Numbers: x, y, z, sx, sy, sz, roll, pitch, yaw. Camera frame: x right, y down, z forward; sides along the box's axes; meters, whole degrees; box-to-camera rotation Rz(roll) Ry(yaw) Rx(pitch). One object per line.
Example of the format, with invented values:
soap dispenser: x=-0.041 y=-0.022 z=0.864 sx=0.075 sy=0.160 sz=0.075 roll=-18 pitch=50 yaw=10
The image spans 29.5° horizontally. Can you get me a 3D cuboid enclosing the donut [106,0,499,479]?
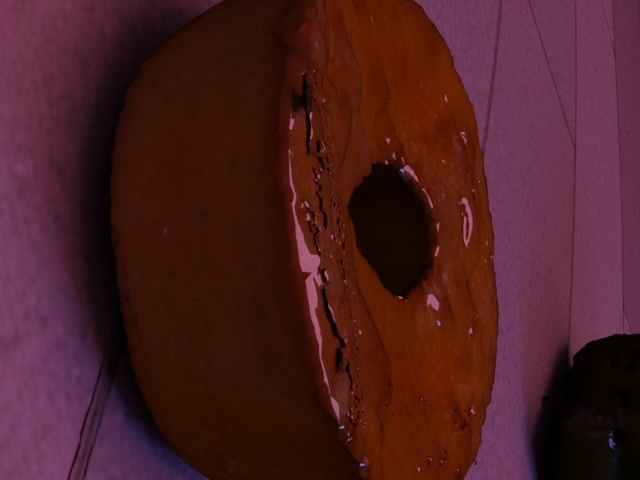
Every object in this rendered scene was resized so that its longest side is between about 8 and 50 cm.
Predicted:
donut: x=-0.001 y=0.000 z=0.571 sx=0.277 sy=0.109 sz=0.277 roll=-6 pitch=90 yaw=-68

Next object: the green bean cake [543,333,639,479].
green bean cake: x=0.409 y=0.216 z=1.291 sx=0.319 sy=0.335 sz=0.218 roll=-51 pitch=141 yaw=-65
